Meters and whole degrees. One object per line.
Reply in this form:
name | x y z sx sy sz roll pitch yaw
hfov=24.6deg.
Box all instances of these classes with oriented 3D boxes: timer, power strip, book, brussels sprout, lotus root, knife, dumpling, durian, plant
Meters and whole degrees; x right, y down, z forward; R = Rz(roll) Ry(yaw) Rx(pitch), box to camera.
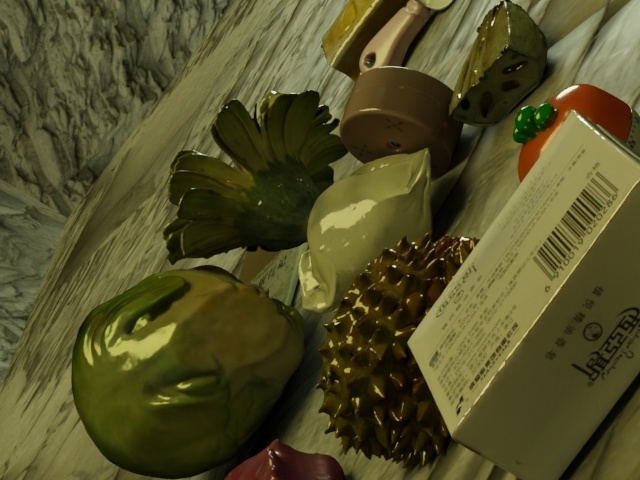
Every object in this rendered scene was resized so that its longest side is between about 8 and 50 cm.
timer | 0.243 -0.092 1.424 0.099 0.136 0.136 -13 48 60
power strip | 0.102 -0.148 1.860 0.154 0.154 0.078 -31 35 57
book | -0.078 0.045 2.273 0.217 0.021 0.310 -44 22 42
brussels sprout | -0.185 0.160 1.952 0.344 0.268 0.344 -47 12 13
lotus root | 0.226 -0.223 1.786 0.143 0.070 0.144 -47 24 53
knife | 0.174 -0.377 2.233 0.336 0.043 0.081 -53 43 16
dumpling | 0.056 -0.016 1.796 0.250 0.132 0.162 -51 27 13
durian | 0.094 0.097 1.481 0.154 0.186 0.261 157 128 -73
plant | -0.053 -0.039 1.995 0.306 0.297 0.261 -51 -2 -21

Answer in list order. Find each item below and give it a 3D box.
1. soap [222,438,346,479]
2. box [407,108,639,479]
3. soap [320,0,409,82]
soap | -0.059 0.344 1.519 0.220 0.127 0.325 -55 16 9
box | 0.210 0.047 1.278 0.274 0.116 0.203 -56 17 11
soap | 0.116 -0.392 2.359 0.274 0.089 0.173 -52 17 17
